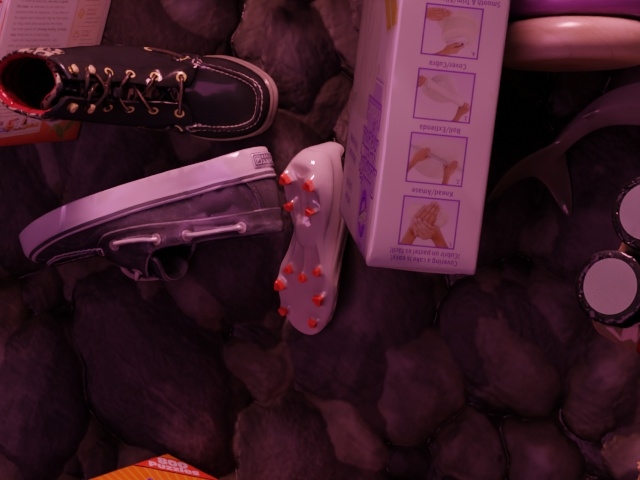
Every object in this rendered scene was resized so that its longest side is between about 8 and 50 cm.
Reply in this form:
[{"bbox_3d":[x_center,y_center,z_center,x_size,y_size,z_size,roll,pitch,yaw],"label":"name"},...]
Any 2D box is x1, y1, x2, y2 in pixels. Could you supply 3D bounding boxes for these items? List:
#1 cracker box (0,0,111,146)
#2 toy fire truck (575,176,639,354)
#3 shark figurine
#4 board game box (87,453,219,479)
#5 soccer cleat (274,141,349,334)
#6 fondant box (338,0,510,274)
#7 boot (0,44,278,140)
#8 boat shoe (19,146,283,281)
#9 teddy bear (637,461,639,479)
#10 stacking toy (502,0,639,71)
[{"bbox_3d":[-0.288,-0.214,1.792,0.067,0.155,0.232,26,109,28],"label":"cracker box"},{"bbox_3d":[0.333,0.015,1.299,0.246,0.158,0.217,29,98,30],"label":"toy fire truck"},{"bbox_3d":[0.278,-0.094,1.481,0.278,0.116,0.166,4,97,30],"label":"shark figurine"},{"bbox_3d":[-0.147,0.460,1.670,0.356,0.356,0.356,22,108,28],"label":"board game box"},{"bbox_3d":[0.000,0.000,1.696,0.068,0.076,0.196,21,127,29],"label":"soccer cleat"},{"bbox_3d":[0.088,-0.157,1.514,0.096,0.238,0.330,4,101,-6],"label":"fondant box"},{"bbox_3d":[-0.178,-0.140,1.717,0.236,0.178,0.085,14,103,31],"label":"boot"},{"bbox_3d":[-0.168,-0.005,1.779,0.301,0.108,0.102,-16,86,25],"label":"boat shoe"},{"bbox_3d":[0.389,0.178,1.461,0.245,0.113,0.338,-40,83,36],"label":"teddy bear"},{"bbox_3d":[0.208,-0.310,1.495,0.141,0.141,0.330,-1,89,32],"label":"stacking toy"}]
